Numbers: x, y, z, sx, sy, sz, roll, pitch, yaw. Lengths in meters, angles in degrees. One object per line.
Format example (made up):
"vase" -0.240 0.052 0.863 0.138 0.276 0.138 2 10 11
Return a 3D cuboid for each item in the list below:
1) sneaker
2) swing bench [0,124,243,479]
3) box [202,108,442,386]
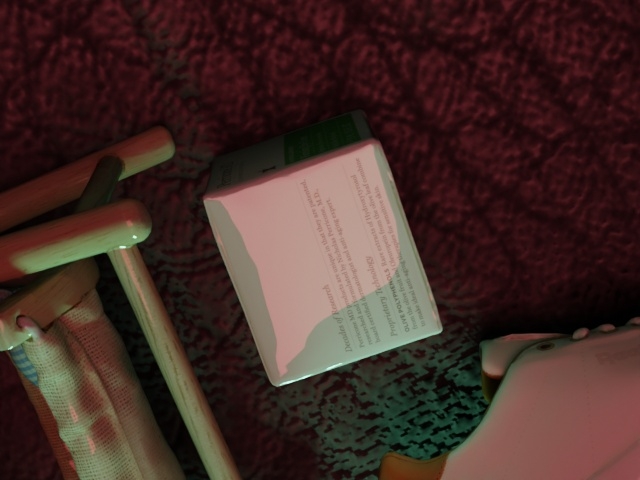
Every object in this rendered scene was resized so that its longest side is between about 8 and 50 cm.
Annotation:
"sneaker" 0.157 0.069 0.642 0.290 0.106 0.123 -33 65 -10
"swing bench" -0.150 0.116 0.604 0.254 0.165 0.253 -21 106 3
"box" 0.000 0.000 0.611 0.087 0.101 0.102 -20 104 3
